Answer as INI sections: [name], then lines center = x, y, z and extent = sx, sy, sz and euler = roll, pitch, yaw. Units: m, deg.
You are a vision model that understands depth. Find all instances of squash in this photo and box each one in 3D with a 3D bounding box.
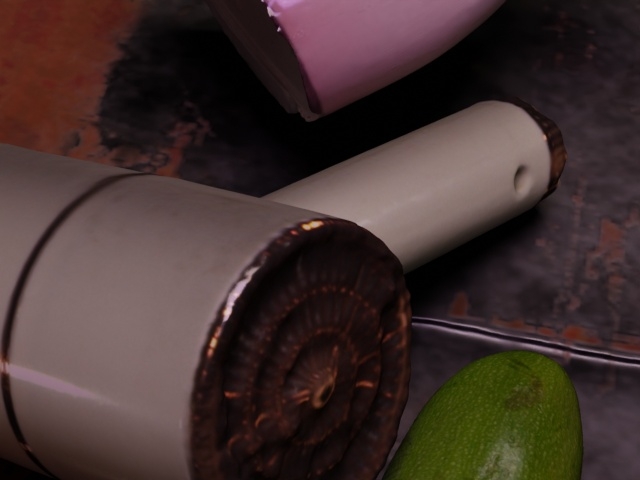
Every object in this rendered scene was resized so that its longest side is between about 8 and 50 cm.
[squash]
center = 0.045, 0.148, 0.669
extent = 0.082, 0.082, 0.292
euler = 13, 46, 9

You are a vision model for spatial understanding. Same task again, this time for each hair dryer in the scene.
[hair dryer]
center = 0.000, 0.000, 0.781
extent = 0.203, 0.128, 0.362
euler = 12, 26, 38

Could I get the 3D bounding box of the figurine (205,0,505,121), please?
[figurine]
center = 0.059, -0.226, 0.942
extent = 0.316, 0.206, 0.284
euler = -30, 24, -8
